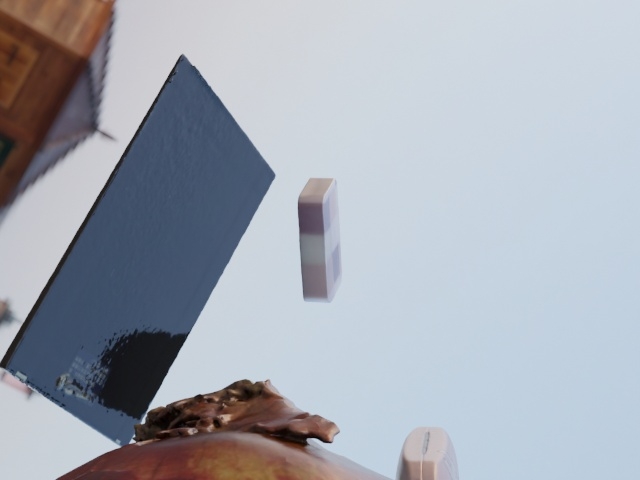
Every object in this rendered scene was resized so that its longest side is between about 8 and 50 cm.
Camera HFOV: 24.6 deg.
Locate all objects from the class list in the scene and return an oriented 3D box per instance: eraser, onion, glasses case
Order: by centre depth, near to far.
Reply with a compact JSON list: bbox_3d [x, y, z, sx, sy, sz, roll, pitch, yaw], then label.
[{"bbox_3d":[-0.027,0.132,0.562,0.230,0.230,0.163,-37,-141,56],"label":"onion"},{"bbox_3d":[0.000,0.000,1.333,0.065,0.026,0.105,-56,146,-63],"label":"eraser"},{"bbox_3d":[0.130,0.299,1.771,0.297,0.075,0.113,-32,119,-84],"label":"glasses case"}]

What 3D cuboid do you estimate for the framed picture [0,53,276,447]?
[{"bbox_3d":[-0.167,0.019,1.443,0.339,0.014,0.255,-62,152,-13],"label":"framed picture"}]
